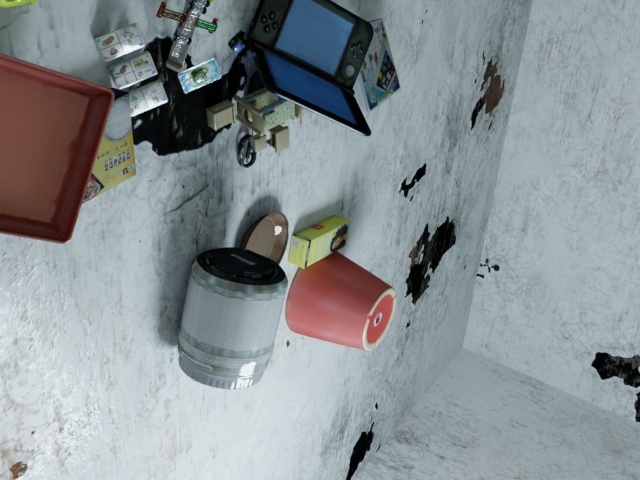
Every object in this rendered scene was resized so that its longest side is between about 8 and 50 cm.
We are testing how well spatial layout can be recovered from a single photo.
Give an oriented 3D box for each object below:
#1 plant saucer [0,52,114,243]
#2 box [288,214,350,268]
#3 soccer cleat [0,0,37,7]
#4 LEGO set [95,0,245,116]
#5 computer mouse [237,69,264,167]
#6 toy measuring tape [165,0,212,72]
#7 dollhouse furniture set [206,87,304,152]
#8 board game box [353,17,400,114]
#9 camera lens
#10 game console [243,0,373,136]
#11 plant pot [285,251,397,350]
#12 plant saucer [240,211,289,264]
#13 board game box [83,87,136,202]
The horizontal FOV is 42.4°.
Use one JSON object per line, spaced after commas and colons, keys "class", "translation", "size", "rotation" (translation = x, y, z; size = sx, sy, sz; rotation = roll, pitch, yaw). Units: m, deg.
{"class": "plant saucer", "translation": [-0.464, -0.140, 1.228], "size": [0.259, 0.047, 0.259], "rotation": [12, 99, -44]}
{"class": "box", "translation": [0.000, 0.000, 2.308], "size": [0.232, 0.058, 0.087], "rotation": [-28, 134, -53]}
{"class": "soccer cleat", "translation": [-0.431, -0.352, 1.113], "size": [0.289, 0.093, 0.121], "rotation": [-41, 148, -26]}
{"class": "LEGO set", "translation": [-0.261, -0.344, 1.464], "size": [0.244, 0.060, 0.183], "rotation": [-25, 142, -8]}
{"class": "computer mouse", "translation": [-0.148, -0.275, 1.835], "size": [0.071, 0.041, 0.242], "rotation": [-10, 126, -46]}
{"class": "toy measuring tape", "translation": [-0.201, -0.466, 1.503], "size": [0.121, 0.121, 0.330], "rotation": [-28, 146, -54]}
{"class": "dollhouse furniture set", "translation": [-0.135, -0.227, 1.766], "size": [0.181, 0.101, 0.161], "rotation": [-31, 140, -29]}
{"class": "board game box", "translation": [0.117, -0.434, 2.042], "size": [0.305, 0.053, 0.193], "rotation": [-46, 124, -61]}
{"class": "camera lens", "translation": [-0.201, 0.167, 1.859], "size": [0.219, 0.219, 0.275], "rotation": [-18, 125, -58]}
{"class": "game console", "translation": [0.005, -0.392, 1.746], "size": [0.293, 0.173, 0.250], "rotation": [19, 94, -36]}
{"class": "plant pot", "translation": [0.070, 0.183, 2.376], "size": [0.275, 0.243, 0.275], "rotation": [-42, 144, -41]}
{"class": "plant saucer", "translation": [-0.148, 0.017, 2.058], "size": [0.198, 0.036, 0.199], "rotation": [-43, 145, -42]}
{"class": "board game box", "translation": [-0.418, -0.142, 1.398], "size": [0.243, 0.042, 0.165], "rotation": [-39, 141, -46]}
